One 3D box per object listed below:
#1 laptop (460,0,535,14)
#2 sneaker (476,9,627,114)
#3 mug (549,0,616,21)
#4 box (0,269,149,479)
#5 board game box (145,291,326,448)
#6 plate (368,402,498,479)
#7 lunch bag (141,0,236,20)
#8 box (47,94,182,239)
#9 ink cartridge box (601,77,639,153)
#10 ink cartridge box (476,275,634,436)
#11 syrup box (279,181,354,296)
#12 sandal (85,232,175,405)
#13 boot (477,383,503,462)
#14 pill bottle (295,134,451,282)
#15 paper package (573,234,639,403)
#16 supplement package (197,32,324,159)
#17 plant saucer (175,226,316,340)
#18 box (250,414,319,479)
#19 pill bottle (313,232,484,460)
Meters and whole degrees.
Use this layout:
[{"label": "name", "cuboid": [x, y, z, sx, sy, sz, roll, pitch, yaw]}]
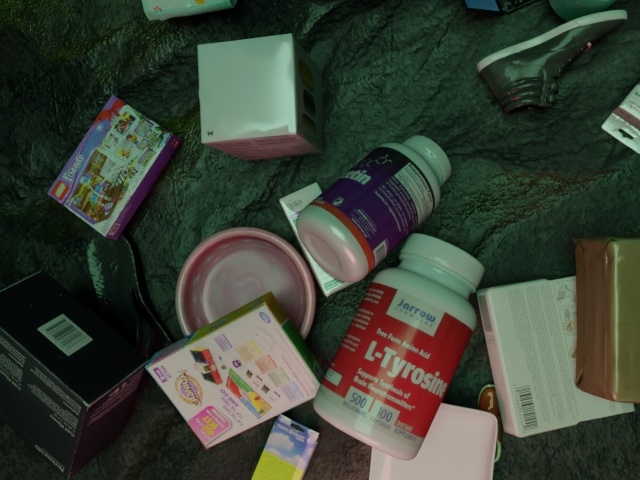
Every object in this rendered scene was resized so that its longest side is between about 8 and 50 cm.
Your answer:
[{"label": "laptop", "cuboid": [0.379, -0.608, 1.212, 0.264, 0.136, 0.234, -21, 86, 12]}, {"label": "sneaker", "cuboid": [0.488, -0.354, 1.208, 0.296, 0.104, 0.146, -20, 87, 18]}, {"label": "mug", "cuboid": [0.539, -0.528, 1.174, 0.130, 0.097, 0.157, 13, 85, -12]}, {"label": "box", "cuboid": [-0.605, 0.304, 1.341, 0.343, 0.179, 0.312, 37, 126, 10]}, {"label": "board game box", "cuboid": [-0.179, 0.285, 1.274, 0.317, 0.064, 0.242, -28, 104, 14]}, {"label": "plate", "cuboid": [0.235, 0.470, 1.244, 0.278, 0.045, 0.277, 4, 89, 36]}, {"label": "lunch bag", "cuboid": [-0.298, -0.637, 1.353, 0.224, 0.160, 0.262, -3, 83, 12]}, {"label": "box", "cuboid": [-0.498, -0.178, 1.423, 0.201, 0.057, 0.293, 34, 90, 15]}, {"label": "ink cartridge box", "cuboid": [0.670, -0.276, 1.183, 0.104, 0.060, 0.180, 39, 97, 10]}, {"label": "ink cartridge box", "cuboid": [0.479, 0.226, 1.209, 0.261, 0.066, 0.296, -8, 83, -10]}, {"label": "syrup box", "cuboid": [0.000, 0.000, 1.304, 0.093, 0.096, 0.236, -26, 85, -4]}, {"label": "sandal", "cuboid": [-0.473, 0.193, 1.409, 0.168, 0.107, 0.445, -24, 84, 11]}, {"label": "boot", "cuboid": [0.361, 0.384, 1.236, 0.059, 0.085, 0.157, 0, 88, 14]}, {"label": "pill bottle", "cuboid": [0.117, -0.075, 1.199, 0.181, 0.181, 0.323, 45, 68, 9]}, {"label": "paper package", "cuboid": [0.662, 0.146, 1.097, 0.325, 0.168, 0.309, 0, 89, 0]}, {"label": "supplement package", "cuboid": [-0.115, -0.291, 1.254, 0.198, 0.263, 0.199, -2, 90, 13]}, {"label": "plant saucer", "cuboid": [-0.166, 0.135, 1.354, 0.332, 0.084, 0.332, 0, 90, 13]}, {"label": "box", "cuboid": [-0.078, 0.494, 1.352, 0.109, 0.042, 0.178, 23, 94, 11]}, {"label": "pill bottle", "cuboid": [0.170, 0.204, 1.187, 0.229, 0.229, 0.407, 25, 81, 12]}]
